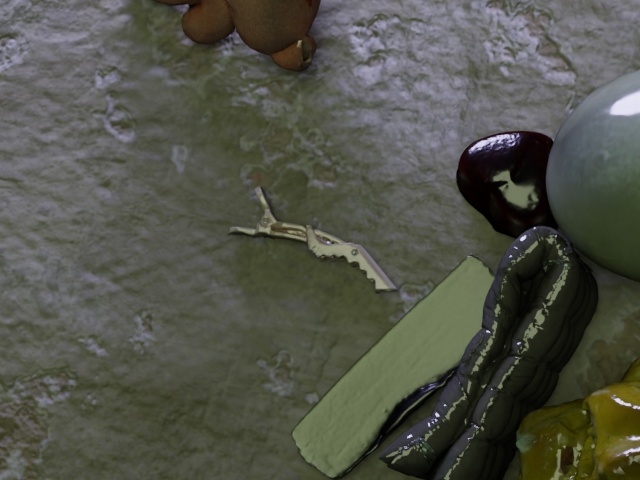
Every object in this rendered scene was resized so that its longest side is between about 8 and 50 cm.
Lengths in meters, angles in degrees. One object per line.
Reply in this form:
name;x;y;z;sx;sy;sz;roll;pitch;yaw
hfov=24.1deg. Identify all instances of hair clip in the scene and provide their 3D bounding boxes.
hair clip;0.000;0.000;1.855;0.226;0.034;0.072;22;85;13

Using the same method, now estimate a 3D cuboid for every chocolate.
chocolate;0.239;-0.073;1.796;0.125;0.080;0.148;-43;74;3

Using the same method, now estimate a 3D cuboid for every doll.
doll;-0.111;-0.349;1.899;0.303;0.156;0.201;26;128;32

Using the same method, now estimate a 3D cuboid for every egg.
egg;0.416;-0.072;1.655;0.352;0.258;0.258;-6;78;43

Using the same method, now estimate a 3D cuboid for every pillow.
pillow;0.206;0.151;1.689;0.101;0.228;0.326;31;89;20

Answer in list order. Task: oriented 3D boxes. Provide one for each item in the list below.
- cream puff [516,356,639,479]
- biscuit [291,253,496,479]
cream puff;0.380;0.281;1.591;0.378;0.275;0.378;0;87;1
biscuit;0.101;0.157;1.807;0.322;0.038;0.099;-45;72;2
